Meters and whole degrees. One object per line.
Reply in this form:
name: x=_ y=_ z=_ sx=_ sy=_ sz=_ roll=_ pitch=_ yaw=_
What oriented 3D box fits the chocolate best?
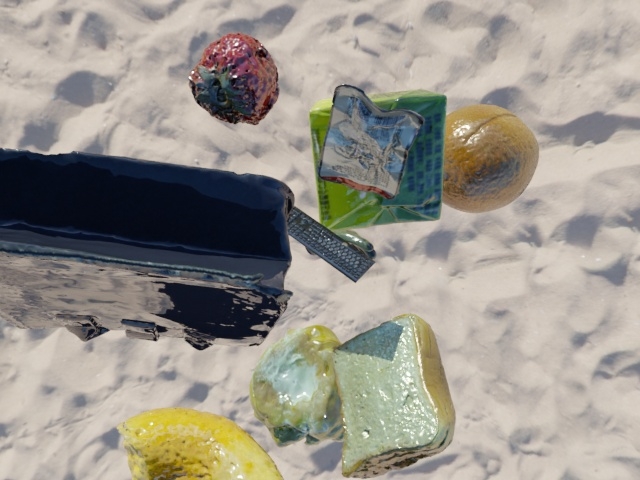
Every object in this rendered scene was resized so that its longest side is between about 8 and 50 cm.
chocolate: x=0.124 y=-0.184 z=1.163 sx=0.289 sy=0.137 sz=0.300 roll=-7 pitch=121 yaw=-2

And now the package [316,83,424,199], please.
package: x=0.084 y=-0.171 z=0.918 sx=0.166 sy=0.232 sz=0.040 roll=19 pitch=56 yaw=5

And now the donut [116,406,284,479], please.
donut: x=-0.214 y=0.464 z=0.845 sx=0.378 sy=0.435 sz=0.163 roll=7 pitch=120 yaw=-1

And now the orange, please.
orange: x=0.470 y=-0.243 z=1.518 sx=0.322 sy=0.357 sz=0.322 roll=22 pitch=123 yaw=38

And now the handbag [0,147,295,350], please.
handbag: x=-0.195 y=0.033 z=0.549 sx=0.303 sy=0.329 sz=0.122 roll=7 pitch=66 yaw=-10

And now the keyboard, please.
keyboard: x=0.000 y=0.000 z=0.897 sx=0.198 sy=0.010 sz=0.063 roll=35 pitch=54 yaw=17

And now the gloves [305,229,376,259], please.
gloves: x=0.059 y=0.011 z=1.592 sx=0.268 sy=0.135 sz=0.107 roll=9 pitch=117 yaw=42

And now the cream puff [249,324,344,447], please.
cream puff: x=-0.025 y=0.467 z=1.581 sx=0.378 sy=0.275 sz=0.378 roll=-9 pitch=63 yaw=18

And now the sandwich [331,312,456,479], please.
sandwich: x=0.121 y=0.277 z=0.934 sx=0.226 sy=0.087 sz=0.251 roll=-29 pitch=47 yaw=26

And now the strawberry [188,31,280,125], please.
strawberry: x=-0.076 y=-0.151 z=0.479 sx=0.083 sy=0.083 sz=0.096 roll=3 pitch=46 yaw=6
